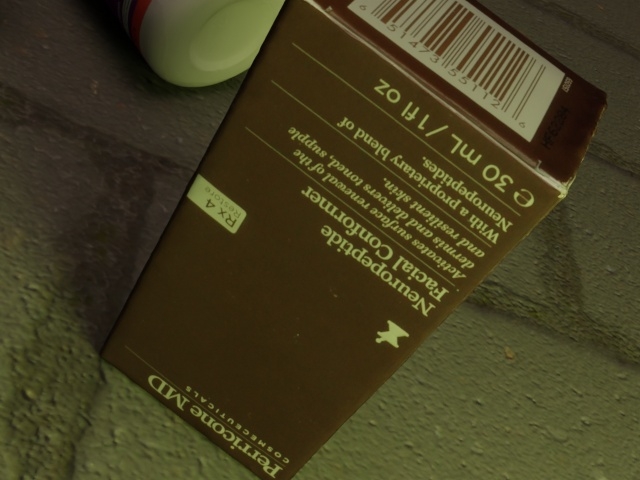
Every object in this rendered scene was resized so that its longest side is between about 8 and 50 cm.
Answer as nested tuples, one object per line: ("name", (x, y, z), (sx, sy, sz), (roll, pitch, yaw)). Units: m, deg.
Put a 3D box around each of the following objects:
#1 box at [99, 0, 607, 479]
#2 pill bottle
("box", (0.000, 0.000, 0.635), (0.191, 0.381, 0.143), (36, 43, 2))
("pill bottle", (-0.181, -0.338, 0.985), (0.181, 0.181, 0.323), (-16, 62, -43))
